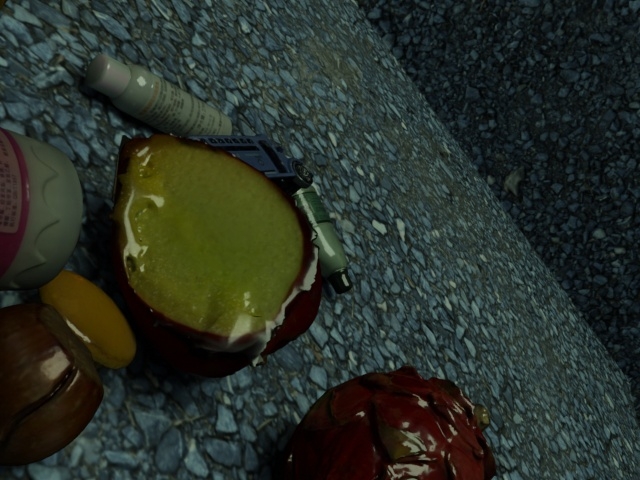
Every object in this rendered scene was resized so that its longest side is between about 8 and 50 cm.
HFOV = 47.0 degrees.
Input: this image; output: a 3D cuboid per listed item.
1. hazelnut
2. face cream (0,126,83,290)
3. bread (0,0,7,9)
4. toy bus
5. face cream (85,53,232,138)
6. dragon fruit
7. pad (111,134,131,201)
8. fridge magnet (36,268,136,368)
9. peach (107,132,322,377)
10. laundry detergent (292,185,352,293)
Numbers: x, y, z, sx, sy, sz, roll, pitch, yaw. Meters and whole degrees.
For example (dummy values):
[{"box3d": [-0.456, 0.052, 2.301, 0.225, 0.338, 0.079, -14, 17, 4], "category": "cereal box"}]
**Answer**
[{"box3d": [-0.292, 0.139, 0.718, 0.154, 0.143, 0.143, 53, 25, 9], "category": "hazelnut"}, {"box3d": [-0.364, -0.036, 0.725, 0.195, 0.175, 0.175, 8, 54, -56], "category": "face cream"}, {"box3d": [-0.483, -0.383, 0.972, 0.173, 0.121, 0.311, 39, 30, -31], "category": "bread"}, {"box3d": [-0.138, -0.107, 1.248, 0.133, 0.125, 0.292, 57, 27, 10], "category": "toy bus"}, {"box3d": [-0.265, -0.227, 1.222, 0.269, 0.082, 0.081, 26, 40, -48], "category": "face cream"}, {"box3d": [0.088, 0.315, 1.010, 0.343, 0.277, 0.277, -21, 78, -33], "category": "dragon fruit"}, {"box3d": [-0.231, -0.059, 1.180, 0.235, 0.003, 0.158, 36, 33, -36], "category": "pad"}, {"box3d": [-0.270, 0.092, 0.845, 0.143, 0.063, 0.143, 49, 7, -8], "category": "fridge magnet"}, {"box3d": [-0.158, 0.028, 0.997, 0.258, 0.201, 0.361, -32, 71, -25], "category": "peach"}, {"box3d": [0.000, 0.000, 1.441, 0.225, 0.070, 0.099, 62, 20, 13], "category": "laundry detergent"}]
